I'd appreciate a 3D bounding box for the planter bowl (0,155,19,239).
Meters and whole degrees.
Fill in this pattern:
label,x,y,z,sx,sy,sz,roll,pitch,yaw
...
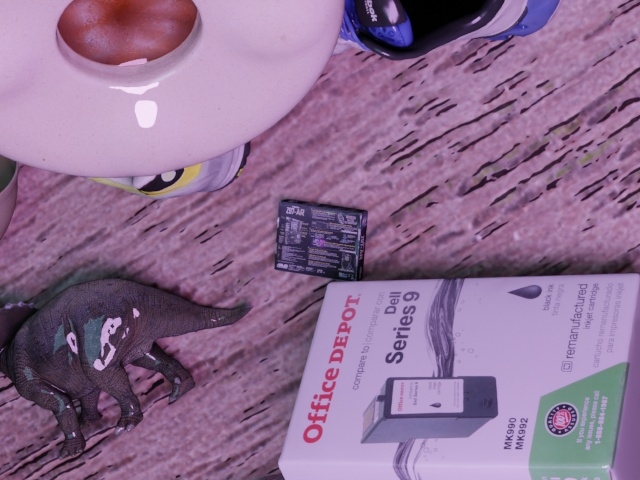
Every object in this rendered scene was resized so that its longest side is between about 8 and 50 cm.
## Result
label,x,y,z,sx,sy,sz,roll,pitch,yaw
planter bowl,-0.370,-0.029,1.861,0.162,0.162,0.109,17,131,18

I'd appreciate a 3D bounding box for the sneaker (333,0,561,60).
label,x,y,z,sx,sy,sz,roll,pitch,yaw
sneaker,0.036,-0.216,1.643,0.316,0.182,0.127,-3,96,22

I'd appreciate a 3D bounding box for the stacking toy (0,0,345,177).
label,x,y,z,sx,sy,sz,roll,pitch,yaw
stacking toy,-0.183,-0.324,1.639,0.351,0.350,0.480,-31,48,23

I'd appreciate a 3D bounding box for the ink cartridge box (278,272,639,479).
label,x,y,z,sx,sy,sz,roll,pitch,yaw
ink cartridge box,0.131,0.145,1.641,0.289,0.211,0.121,-2,137,21

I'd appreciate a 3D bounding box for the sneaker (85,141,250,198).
label,x,y,z,sx,sy,sz,roll,pitch,yaw
sneaker,-0.253,-0.152,1.786,0.385,0.147,0.145,21,108,19

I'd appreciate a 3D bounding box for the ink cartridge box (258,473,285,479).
label,x,y,z,sx,sy,sz,roll,pitch,yaw
ink cartridge box,-0.019,0.252,1.786,0.180,0.104,0.060,-14,94,22

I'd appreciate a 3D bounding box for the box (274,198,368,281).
label,x,y,z,sx,sy,sz,roll,pitch,yaw
box,0.000,0.000,1.782,0.083,0.018,0.067,8,102,20

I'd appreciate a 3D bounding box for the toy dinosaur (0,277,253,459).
label,x,y,z,sx,sy,sz,roll,pitch,yaw
toy dinosaur,-0.220,0.104,1.833,0.314,0.121,0.160,-20,105,27
